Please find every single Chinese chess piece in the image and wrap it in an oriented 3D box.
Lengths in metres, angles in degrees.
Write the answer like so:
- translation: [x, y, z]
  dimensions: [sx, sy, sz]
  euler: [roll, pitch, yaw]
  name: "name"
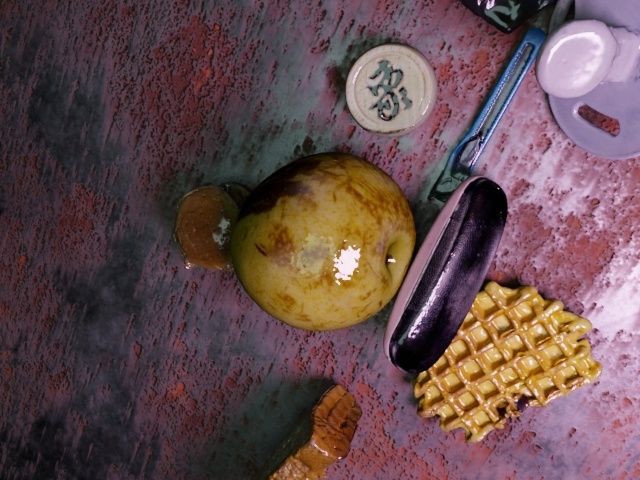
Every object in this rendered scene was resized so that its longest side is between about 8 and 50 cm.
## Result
- translation: [0.109, -0.233, 0.903]
  dimensions: [0.144, 0.058, 0.144]
  euler: [4, 103, 16]
  name: "Chinese chess piece"

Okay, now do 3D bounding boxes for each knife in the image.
- translation: [0.251, -0.182, 0.887]
  dimensions: [0.044, 0.026, 0.297]
  euler: [33, 109, 21]
  name: "knife"

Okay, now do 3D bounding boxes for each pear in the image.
- translation: [0.000, 0.000, 0.879]
  dimensions: [0.283, 0.283, 0.284]
  euler: [3, 102, 17]
  name: "pear"

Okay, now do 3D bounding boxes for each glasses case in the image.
- translation: [0.190, 0.053, 0.872]
  dimensions: [0.075, 0.122, 0.314]
  euler: [25, 89, 45]
  name: "glasses case"

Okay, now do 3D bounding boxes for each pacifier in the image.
- translation: [0.343, -0.232, 0.730]
  dimensions: [0.227, 0.207, 0.279]
  euler: [44, 143, 39]
  name: "pacifier"

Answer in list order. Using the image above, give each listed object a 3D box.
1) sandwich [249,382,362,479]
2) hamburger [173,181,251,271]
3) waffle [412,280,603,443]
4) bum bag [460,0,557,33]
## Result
- translation: [-0.038, 0.371, 0.980]
  dimensions: [0.087, 0.226, 0.251]
  euler: [41, 108, 8]
  name: "sandwich"
- translation: [-0.182, -0.014, 0.999]
  dimensions: [0.159, 0.131, 0.185]
  euler: [44, 114, 9]
  name: "hamburger"
- translation: [0.278, 0.199, 0.936]
  dimensions: [0.309, 0.065, 0.283]
  euler: [11, 102, 19]
  name: "waffle"
- translation: [0.200, -0.408, 0.834]
  dimensions: [0.310, 0.074, 0.137]
  euler: [30, 98, 9]
  name: "bum bag"
